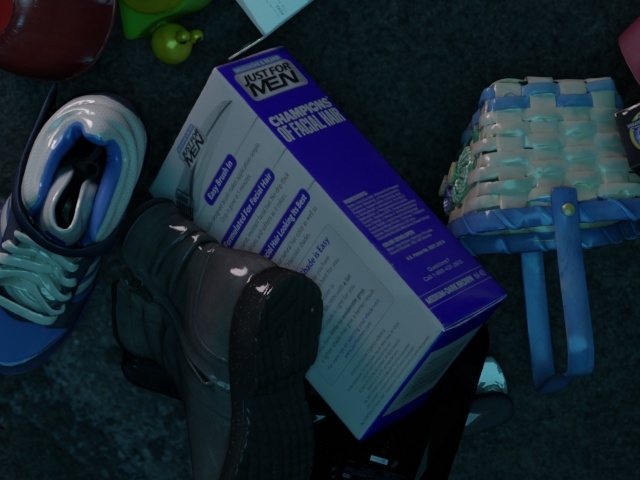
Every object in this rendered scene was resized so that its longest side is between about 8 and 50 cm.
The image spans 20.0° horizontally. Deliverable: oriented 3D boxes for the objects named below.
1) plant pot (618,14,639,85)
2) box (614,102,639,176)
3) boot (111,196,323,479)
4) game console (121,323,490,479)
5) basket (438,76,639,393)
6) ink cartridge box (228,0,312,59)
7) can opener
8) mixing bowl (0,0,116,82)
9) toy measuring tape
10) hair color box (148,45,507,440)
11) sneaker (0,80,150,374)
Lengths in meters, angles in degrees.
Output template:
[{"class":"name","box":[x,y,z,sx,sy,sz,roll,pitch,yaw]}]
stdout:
[{"class":"plant pot","box":[0.401,-0.196,1.772,0.180,0.201,0.201,-34,97,20]},{"class":"box","box":[0.422,-0.098,1.699,0.216,0.270,0.060,-22,68,22]},{"class":"boot","box":[-0.114,0.142,1.768,0.223,0.118,0.338,26,113,39]},{"class":"game console","box":[-0.024,0.129,1.835,0.361,0.044,0.213,16,79,13]},{"class":"basket","box":[0.220,-0.001,1.767,0.201,0.255,0.289,-8,80,-4]},{"class":"ink cartridge box","box":[-0.028,-0.263,1.793,0.198,0.115,0.067,-37,97,4]},{"class":"can opener","box":[0.055,0.164,1.861,0.283,0.095,0.076,-2,97,0]},{"class":"mixing bowl","box":[-0.299,-0.240,1.767,0.181,0.098,0.181,6,102,32]},{"class":"toy measuring tape","box":[-0.161,-0.338,1.785,0.121,0.121,0.330,-10,93,2]},{"class":"hair color box","box":[0.000,0.000,1.737,0.339,0.110,0.185,48,134,16]},{"class":"sneaker","box":[-0.271,0.001,1.769,0.130,0.236,0.323,28,97,-3]}]
